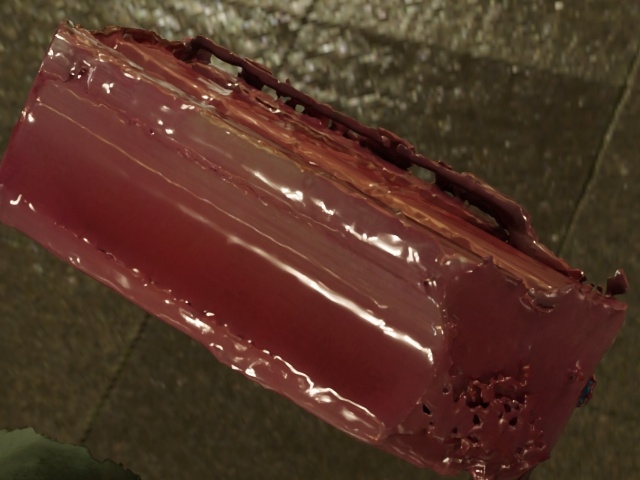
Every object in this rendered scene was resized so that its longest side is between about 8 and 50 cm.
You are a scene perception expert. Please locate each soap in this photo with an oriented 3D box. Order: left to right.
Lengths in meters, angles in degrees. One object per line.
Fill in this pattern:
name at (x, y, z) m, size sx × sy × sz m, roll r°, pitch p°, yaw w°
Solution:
soap at (0.000, 0.000, 0.646) m, size 0.250 × 0.162 × 0.099 m, roll 29°, pitch 99°, yaw 23°

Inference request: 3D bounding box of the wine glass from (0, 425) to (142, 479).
wine glass at (-0.221, 0.298, 1.025) m, size 0.238 × 0.238 × 0.323 m, roll 35°, pitch 103°, yaw 28°
